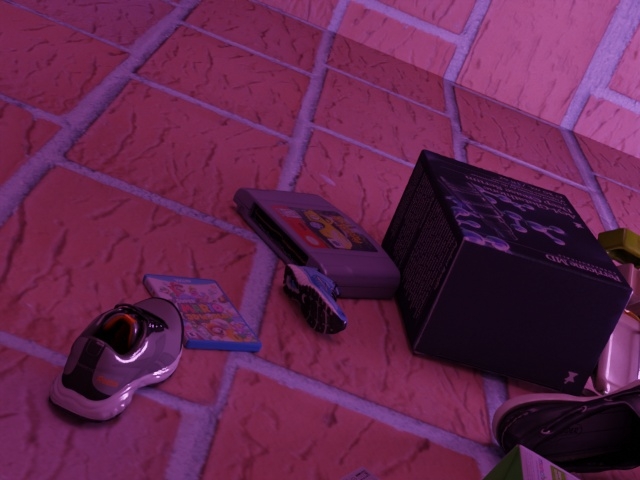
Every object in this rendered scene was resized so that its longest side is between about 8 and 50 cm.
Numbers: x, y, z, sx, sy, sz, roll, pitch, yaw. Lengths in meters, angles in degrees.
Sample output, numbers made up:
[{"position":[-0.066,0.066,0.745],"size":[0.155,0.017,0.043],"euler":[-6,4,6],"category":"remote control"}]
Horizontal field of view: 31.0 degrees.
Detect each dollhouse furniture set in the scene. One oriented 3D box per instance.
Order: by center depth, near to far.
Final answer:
[{"position":[0.503,0.160,1.946],"size":[0.198,0.151,0.301],"euler":[26,62,-25],"category":"dollhouse furniture set"}]

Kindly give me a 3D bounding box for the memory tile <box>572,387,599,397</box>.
[{"position":[0.436,0.281,1.810],"size":[0.113,0.012,0.148],"euler":[33,24,22],"category":"memory tile"}]

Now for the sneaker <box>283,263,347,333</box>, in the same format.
[{"position":[0.005,0.081,1.749],"size":[0.073,0.063,0.162],"euler":[-7,34,-26],"category":"sneaker"}]

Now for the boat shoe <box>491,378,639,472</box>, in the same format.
[{"position":[0.414,0.264,1.579],"size":[0.340,0.127,0.113],"euler":[0,24,-7],"category":"boat shoe"}]

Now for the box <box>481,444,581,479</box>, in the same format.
[{"position":[0.266,0.376,1.169],"size":[0.231,0.126,0.262],"euler":[31,28,-14],"category":"box"}]

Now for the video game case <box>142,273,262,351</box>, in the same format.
[{"position":[-0.167,0.101,1.618],"size":[0.119,0.015,0.166],"euler":[6,27,-36],"category":"video game case"}]

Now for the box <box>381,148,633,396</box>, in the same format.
[{"position":[0.294,0.044,1.936],"size":[0.294,0.212,0.395],"euler":[17,22,-13],"category":"box"}]

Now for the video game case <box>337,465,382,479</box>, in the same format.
[{"position":[0.074,0.318,1.364],"size":[0.122,0.011,0.087],"euler":[34,23,24],"category":"video game case"}]

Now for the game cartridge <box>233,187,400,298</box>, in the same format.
[{"position":[0.000,0.000,1.970],"size":[0.196,0.060,0.294],"euler":[8,26,-42],"category":"game cartridge"}]

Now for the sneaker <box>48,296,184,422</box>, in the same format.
[{"position":[-0.226,0.121,1.391],"size":[0.100,0.108,0.271],"euler":[24,20,6],"category":"sneaker"}]
